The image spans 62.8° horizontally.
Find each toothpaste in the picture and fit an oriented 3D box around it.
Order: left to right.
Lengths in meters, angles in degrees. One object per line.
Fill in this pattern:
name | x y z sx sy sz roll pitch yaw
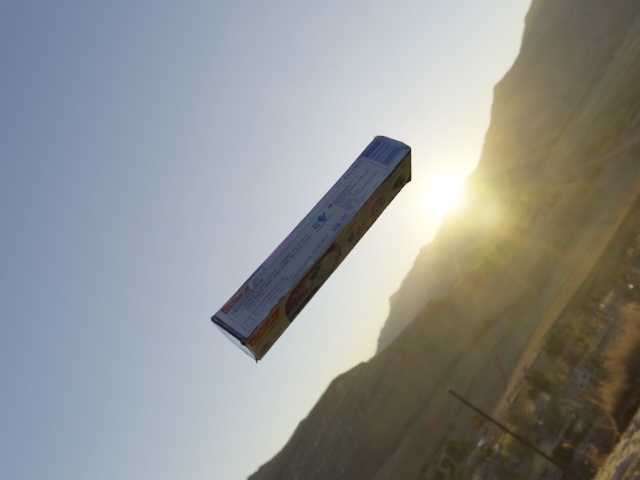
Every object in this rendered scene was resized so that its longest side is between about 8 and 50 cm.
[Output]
toothpaste | 0.000 0.000 0.395 0.196 0.040 0.047 -49 -26 -18
